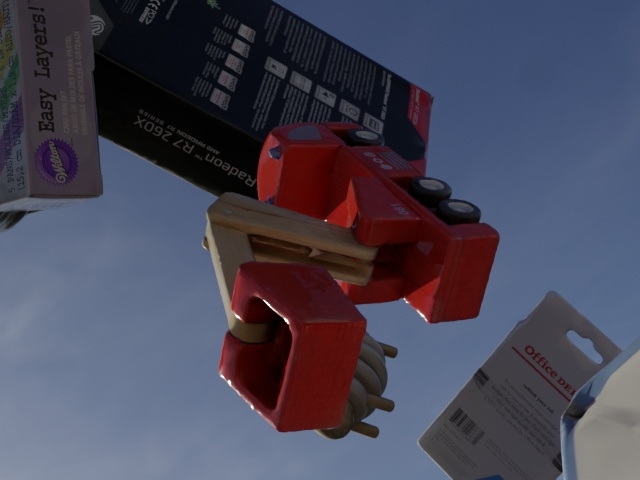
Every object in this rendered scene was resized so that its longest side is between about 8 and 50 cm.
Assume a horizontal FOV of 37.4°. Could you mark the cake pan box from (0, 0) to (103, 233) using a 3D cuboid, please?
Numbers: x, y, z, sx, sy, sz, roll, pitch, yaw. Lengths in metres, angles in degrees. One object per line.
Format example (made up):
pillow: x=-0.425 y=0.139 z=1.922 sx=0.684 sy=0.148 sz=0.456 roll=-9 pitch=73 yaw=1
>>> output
cake pan box: x=-0.274 y=-0.136 z=0.762 sx=0.070 sy=0.267 sz=0.245 roll=-3 pitch=-3 yaw=-43

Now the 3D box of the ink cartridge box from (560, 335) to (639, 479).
ink cartridge box: x=0.270 y=0.188 z=0.252 sx=0.395 sy=0.270 sz=0.151 roll=28 pitch=-53 yaw=-11

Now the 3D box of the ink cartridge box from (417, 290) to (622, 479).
ink cartridge box: x=0.178 y=0.136 z=0.778 sx=0.180 sy=0.104 sz=0.060 roll=-53 pitch=-22 yaw=20

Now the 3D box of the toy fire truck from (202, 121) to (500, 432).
toy fire truck: x=0.000 y=0.000 z=0.413 sx=0.135 sy=0.192 sz=0.047 roll=-3 pitch=-61 yaw=-29

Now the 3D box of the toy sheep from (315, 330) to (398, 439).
toy sheep: x=0.014 y=0.105 z=0.755 sx=0.091 sy=0.132 sz=0.091 roll=3 pitch=-56 yaw=4

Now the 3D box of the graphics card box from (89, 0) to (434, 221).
graphics card box: x=-0.069 y=-0.142 z=0.932 sx=0.370 sy=0.233 sz=0.094 roll=28 pitch=-48 yaw=-15
